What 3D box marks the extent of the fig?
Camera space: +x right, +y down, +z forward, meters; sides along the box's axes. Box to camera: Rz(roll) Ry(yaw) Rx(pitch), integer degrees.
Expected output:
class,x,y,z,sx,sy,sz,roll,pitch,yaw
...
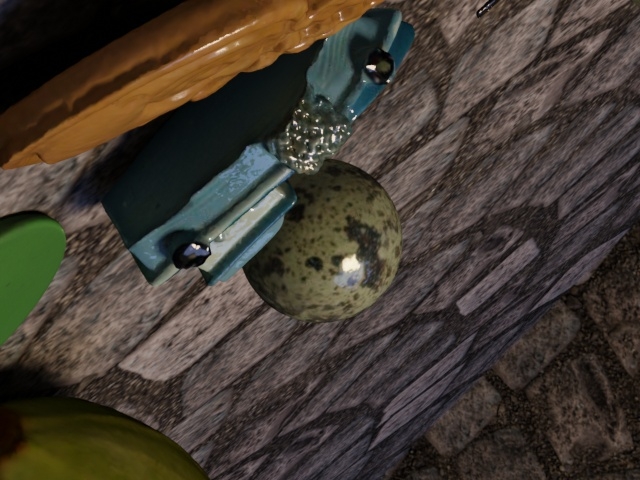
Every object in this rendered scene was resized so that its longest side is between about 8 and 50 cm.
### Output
class,x,y,z,sx,sy,sz,roll,pitch,yaw
fig,-0.209,0.248,1.324,0.316,0.316,0.316,-39,166,-11

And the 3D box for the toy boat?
class,x,y,z,sx,sy,sz,roll,pitch,yaw
toy boat,-0.031,-0.065,1.128,0.238,0.109,0.098,-44,137,11

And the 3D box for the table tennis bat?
class,x,y,z,sx,sy,sz,roll,pitch,yaw
table tennis bat,-0.253,0.076,1.143,0.160,0.039,0.257,-24,153,-53

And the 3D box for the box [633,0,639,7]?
class,x,y,z,sx,sy,sz,roll,pitch,yaw
box,0.371,-0.257,1.398,0.225,0.225,0.117,-38,166,-13

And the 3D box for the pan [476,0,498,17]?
class,x,y,z,sx,sy,sz,roll,pitch,yaw
pan,0.158,-0.222,1.350,0.115,0.023,0.068,-44,167,-2

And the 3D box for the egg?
class,x,y,z,sx,sy,sz,roll,pitch,yaw
egg,0.000,0.000,1.386,0.132,0.132,0.172,-42,179,1

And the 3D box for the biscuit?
class,x,y,z,sx,sy,sz,roll,pitch,yaw
biscuit,-0.054,-0.109,0.959,0.289,0.044,0.202,-28,-179,-35
